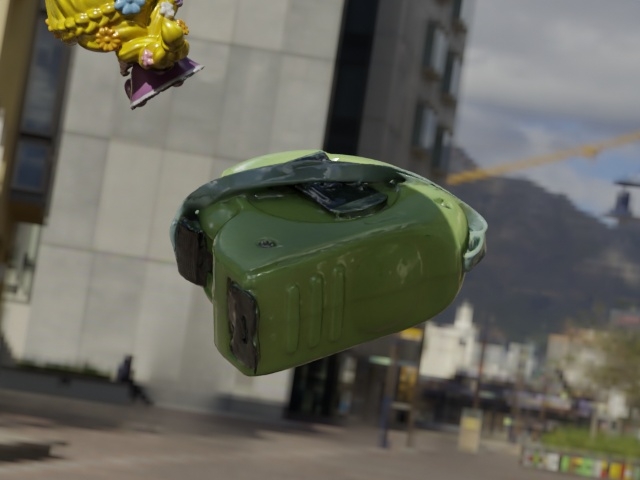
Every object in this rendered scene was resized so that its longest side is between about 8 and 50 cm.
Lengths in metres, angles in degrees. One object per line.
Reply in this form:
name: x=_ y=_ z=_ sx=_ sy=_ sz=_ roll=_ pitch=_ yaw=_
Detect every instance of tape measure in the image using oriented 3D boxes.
tape measure: x=0.000 y=0.000 z=0.982 sx=0.200 sy=0.106 sz=0.175 roll=-17 pitch=32 yaw=-28

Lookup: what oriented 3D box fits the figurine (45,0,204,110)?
figurine: x=-0.146 y=-0.177 z=1.090 sx=0.095 sy=0.156 sz=0.115 roll=-31 pitch=4 yaw=-24
